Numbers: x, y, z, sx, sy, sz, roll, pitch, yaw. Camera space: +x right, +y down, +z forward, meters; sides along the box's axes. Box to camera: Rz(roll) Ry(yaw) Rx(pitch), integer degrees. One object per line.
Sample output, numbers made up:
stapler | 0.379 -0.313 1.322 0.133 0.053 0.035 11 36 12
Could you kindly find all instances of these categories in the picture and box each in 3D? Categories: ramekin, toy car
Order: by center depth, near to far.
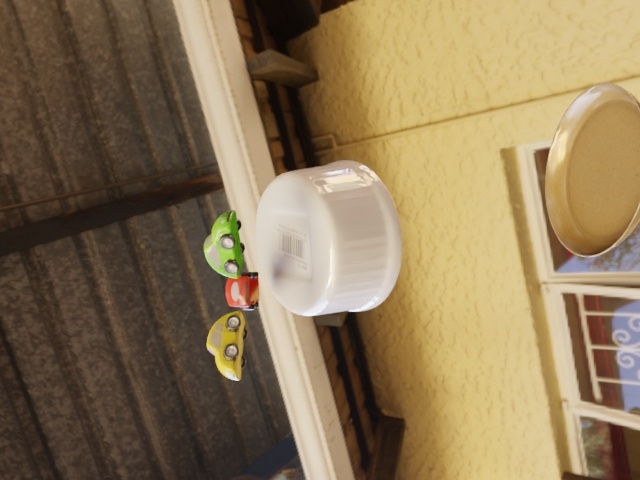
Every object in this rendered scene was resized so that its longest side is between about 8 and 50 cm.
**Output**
toy car | -0.138 0.059 0.845 0.239 0.053 0.224 -86 -7 -60
ramekin | 0.000 0.000 0.989 0.135 0.277 0.277 -8 -88 -36

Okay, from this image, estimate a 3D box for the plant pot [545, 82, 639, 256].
plant pot | 0.383 -0.094 0.776 0.033 0.236 0.236 3 -97 -6
